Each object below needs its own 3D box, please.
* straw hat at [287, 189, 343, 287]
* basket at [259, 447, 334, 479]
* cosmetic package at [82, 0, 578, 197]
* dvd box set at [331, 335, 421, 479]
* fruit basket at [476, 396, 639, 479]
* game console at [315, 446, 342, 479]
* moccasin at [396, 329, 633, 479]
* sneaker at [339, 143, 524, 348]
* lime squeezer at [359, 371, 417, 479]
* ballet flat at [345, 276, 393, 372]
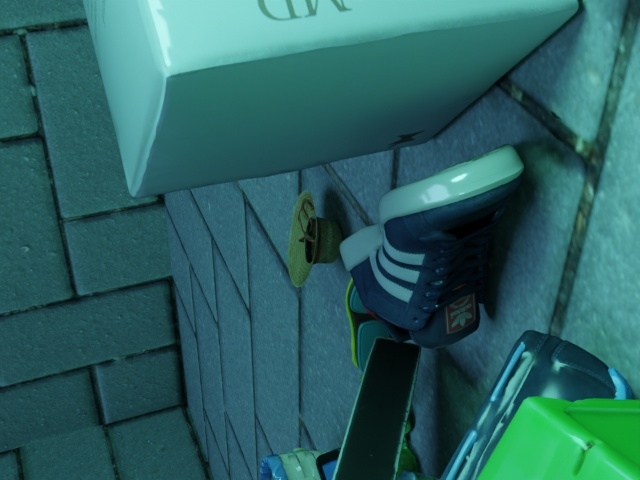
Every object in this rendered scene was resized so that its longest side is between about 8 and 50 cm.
[{"bbox_3d":[0.000,0.000,1.283,0.144,0.061,0.144,-175,90,-70],"label":"straw hat"},{"bbox_3d":[-0.069,0.466,1.439,0.201,0.289,0.254,64,157,24],"label":"basket"},{"bbox_3d":[-0.043,-0.286,0.770,0.327,0.330,0.393,141,114,-70],"label":"cosmetic package"},{"bbox_3d":[0.037,0.362,0.969,0.307,0.062,0.420,-61,-20,-65],"label":"dvd box set"},{"bbox_3d":[0.234,0.312,0.488,0.392,0.283,0.391,-174,90,-68],"label":"fruit basket"},{"bbox_3d":[0.061,0.373,1.311,0.124,0.085,0.144,114,140,-63],"label":"game console"},{"bbox_3d":[0.112,0.226,0.709,0.117,0.342,0.138,38,176,26],"label":"moccasin"},{"bbox_3d":[0.121,0.022,0.841,0.350,0.131,0.148,124,124,-74],"label":"sneaker"},{"bbox_3d":[0.099,0.290,1.156,0.110,0.059,0.310,-95,-5,-70],"label":"lime squeezer"},{"bbox_3d":[0.068,0.078,1.119,0.077,0.077,0.230,-97,6,-46],"label":"ballet flat"}]
